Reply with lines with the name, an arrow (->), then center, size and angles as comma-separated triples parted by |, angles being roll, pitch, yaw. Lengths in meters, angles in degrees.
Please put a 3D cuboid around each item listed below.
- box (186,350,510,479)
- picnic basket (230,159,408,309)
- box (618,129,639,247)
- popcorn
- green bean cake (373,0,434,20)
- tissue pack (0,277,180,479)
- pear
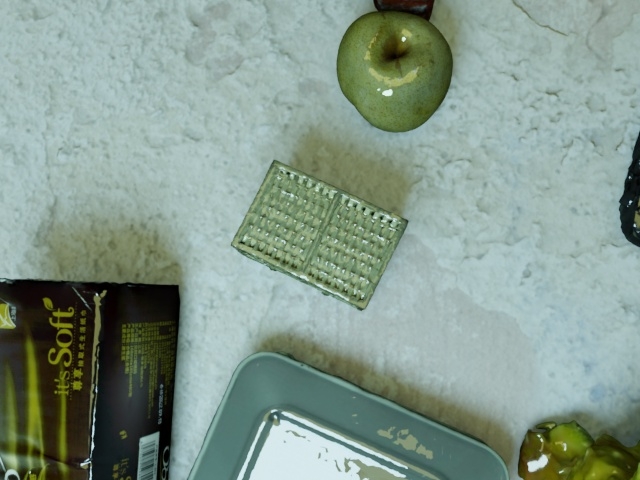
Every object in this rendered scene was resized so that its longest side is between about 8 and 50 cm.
box -> 0.008, 0.389, 0.940 | 0.395, 0.111, 0.397 | 21, 85, 7
picnic basket -> 0.000, 0.000, 0.957 | 0.196, 0.154, 0.134 | 24, 82, 2
box -> 0.612, -0.114, 0.952 | 0.350, 0.091, 0.359 | 17, 86, 5
popcorn -> 0.396, 0.343, 0.821 | 0.290, 0.321, 0.326 | 43, 71, 2
green bean cake -> 0.123, -0.436, 0.969 | 0.097, 0.198, 0.233 | 7, 88, 7
tissue pack -> -0.308, 0.237, 0.922 | 0.198, 0.210, 0.370 | 1, 84, 14
pear -> 0.102, -0.238, 0.982 | 0.167, 0.136, 0.167 | -1, 81, 4
